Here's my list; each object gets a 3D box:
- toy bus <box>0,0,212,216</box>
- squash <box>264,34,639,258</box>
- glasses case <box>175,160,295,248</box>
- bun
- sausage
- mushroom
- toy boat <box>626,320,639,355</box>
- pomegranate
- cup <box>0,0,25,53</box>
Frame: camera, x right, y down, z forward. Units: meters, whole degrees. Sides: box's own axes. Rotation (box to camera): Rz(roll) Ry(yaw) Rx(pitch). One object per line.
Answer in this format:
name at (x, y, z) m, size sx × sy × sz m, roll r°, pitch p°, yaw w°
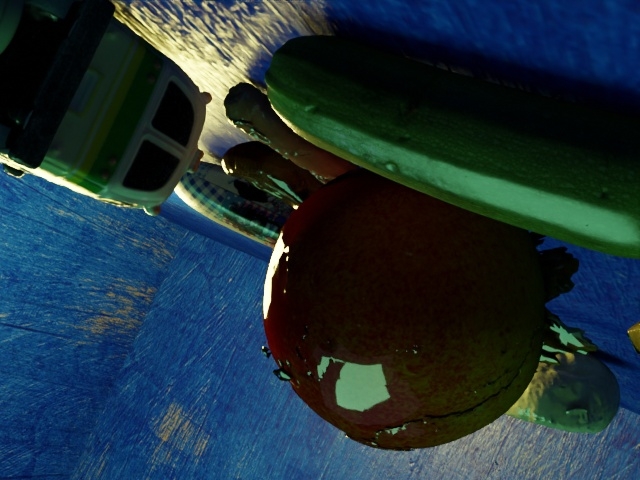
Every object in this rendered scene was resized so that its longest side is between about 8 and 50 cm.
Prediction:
toy bus at (-0.230, -0.116, 0.600) m, size 0.276 × 0.134 × 0.164 m, roll 19°, pitch 172°, yaw 43°
squash at (0.076, -0.049, 0.349) m, size 0.228 × 0.066 × 0.066 m, roll 23°, pitch 174°, yaw 22°
glasses case at (-0.052, -0.026, 0.987) m, size 0.327 × 0.076 × 0.125 m, roll 24°, pitch 172°, yaw -2°
bun at (0.392, 0.238, 1.246) m, size 0.243 × 0.153 × 0.244 m, roll 4°, pitch 179°, yaw 0°
sausage at (-0.015, -0.079, 0.583) m, size 0.036 × 0.042 × 0.158 m, roll -26°, pitch 146°, yaw 29°
mushroom at (-0.039, -0.064, 0.712) m, size 0.123 × 0.052 × 0.123 m, roll 31°, pitch 177°, yaw 2°
toy boat at (0.353, 0.104, 0.699) m, size 0.149 × 0.047 × 0.049 m, roll 24°, pitch 161°, yaw -28°
pomegranate at (0.073, 0.044, 0.523) m, size 0.235 × 0.210 × 0.210 m, roll -1°, pitch 174°, yaw 0°
cup at (-0.262, -0.166, 0.436) m, size 0.120 × 0.120 × 0.141 m, roll 19°, pitch -179°, yaw 41°
